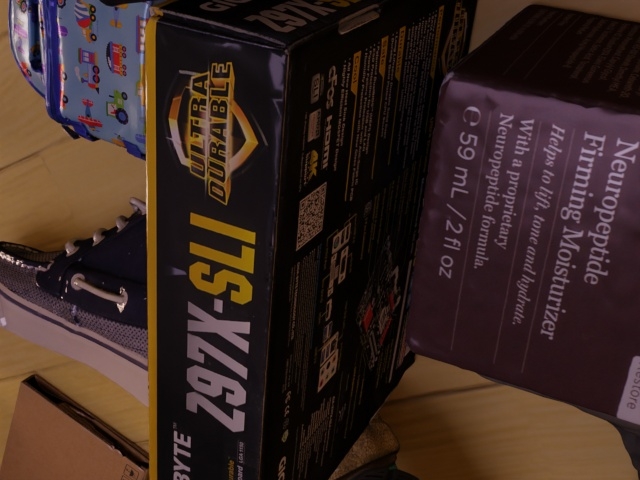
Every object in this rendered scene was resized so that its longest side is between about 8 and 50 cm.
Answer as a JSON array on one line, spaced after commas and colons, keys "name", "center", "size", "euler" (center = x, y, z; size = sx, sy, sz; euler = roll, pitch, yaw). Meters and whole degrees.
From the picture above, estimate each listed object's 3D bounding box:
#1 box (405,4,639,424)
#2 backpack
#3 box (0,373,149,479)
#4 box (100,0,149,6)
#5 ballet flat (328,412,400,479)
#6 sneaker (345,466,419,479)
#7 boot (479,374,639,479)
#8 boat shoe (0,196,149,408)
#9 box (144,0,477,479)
[{"name": "box", "center": [0.175, -0.017, 0.494], "size": [0.203, 0.167, 0.168], "euler": [16, 121, 21]}, {"name": "backpack", "center": [-0.152, -0.151, 0.640], "size": [0.173, 0.117, 0.158], "euler": [24, 122, 20]}, {"name": "box", "center": [-0.269, 0.256, 0.964], "size": [0.164, 0.021, 0.201], "euler": [32, 125, 11]}, {"name": "box", "center": [0.018, -0.311, 0.286], "size": [0.294, 0.212, 0.395], "euler": [1, 74, 29]}, {"name": "ballet flat", "center": [-0.061, 0.228, 0.793], "size": [0.123, 0.123, 0.348], "euler": [43, 127, 3]}, {"name": "sneaker", "center": [0.082, 0.261, 0.689], "size": [0.297, 0.111, 0.129], "euler": [40, 137, -27]}, {"name": "boot", "center": [0.216, 0.133, 0.607], "size": [0.247, 0.083, 0.161], "euler": [7, 125, 29]}, {"name": "boat shoe", "center": [-0.155, 0.024, 0.744], "size": [0.341, 0.127, 0.158], "euler": [21, 95, 29]}, {"name": "box", "center": [0.000, 0.000, 0.544], "size": [0.079, 0.257, 0.322], "euler": [17, 122, 20]}]
